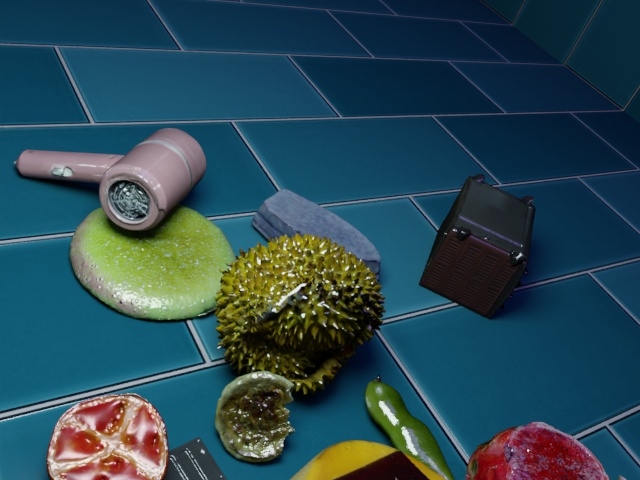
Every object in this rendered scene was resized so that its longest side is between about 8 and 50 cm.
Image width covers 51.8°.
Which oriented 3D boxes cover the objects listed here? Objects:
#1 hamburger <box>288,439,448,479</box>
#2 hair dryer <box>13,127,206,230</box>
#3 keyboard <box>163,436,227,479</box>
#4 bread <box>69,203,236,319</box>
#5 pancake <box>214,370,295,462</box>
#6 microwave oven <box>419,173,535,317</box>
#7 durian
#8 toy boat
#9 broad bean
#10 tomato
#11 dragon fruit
[{"bbox_3d":[0.068,0.389,0.793,0.300,0.176,0.300,20,23,-9],"label":"hamburger"},{"bbox_3d":[-0.408,-0.118,1.194,0.352,0.125,0.210,4,28,10],"label":"hair dryer"},{"bbox_3d":[-0.091,0.412,0.823,0.103,0.041,0.381,-17,46,-38],"label":"keyboard"},{"bbox_3d":[-0.287,0.026,1.169,0.301,0.045,0.301,14,40,-12],"label":"bread"},{"bbox_3d":[-0.095,0.255,0.953,0.116,0.022,0.130,-1,86,-7],"label":"pancake"},{"bbox_3d":[0.343,0.009,1.390,0.188,0.178,0.247,25,38,7],"label":"microwave oven"},{"bbox_3d":[-0.027,0.105,1.051,0.292,0.258,0.258,8,40,-25],"label":"durian"},{"bbox_3d":[0.000,0.000,1.314,0.283,0.078,0.127,31,36,12],"label":"toy boat"},{"bbox_3d":[0.148,0.338,1.004,0.098,0.056,0.318,1,45,-26],"label":"broad bean"},{"bbox_3d":[-0.275,0.280,0.853,0.155,0.069,0.156,13,43,-12],"label":"tomato"},{"bbox_3d":[0.333,0.375,0.965,0.211,0.147,0.282,29,34,-6],"label":"dragon fruit"}]
